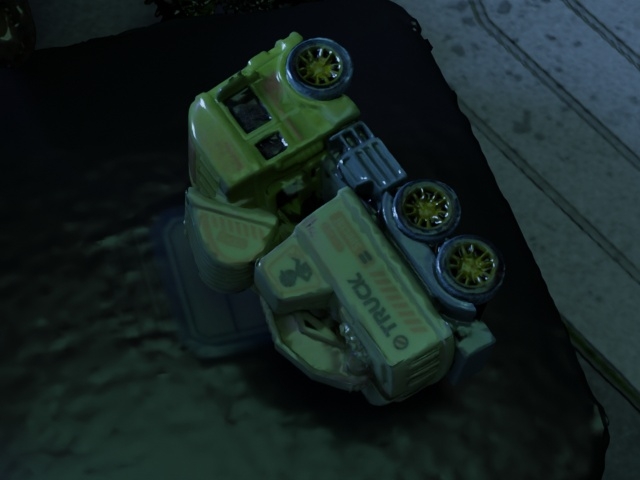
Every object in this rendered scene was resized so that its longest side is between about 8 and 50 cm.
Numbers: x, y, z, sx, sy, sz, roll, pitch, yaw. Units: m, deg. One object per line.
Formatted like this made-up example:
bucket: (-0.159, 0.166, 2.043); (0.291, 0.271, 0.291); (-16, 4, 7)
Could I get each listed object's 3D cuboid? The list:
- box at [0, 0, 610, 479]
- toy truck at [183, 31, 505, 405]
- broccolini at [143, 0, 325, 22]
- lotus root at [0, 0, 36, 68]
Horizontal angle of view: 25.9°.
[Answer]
box: (-0.054, 0.036, 0.762); (0.350, 0.091, 0.359); (-14, 62, -16)
toy truck: (0.000, 0.000, 0.693); (0.116, 0.085, 0.191); (-30, 72, -18)
broccolini: (-0.106, -0.217, 0.925); (0.123, 0.062, 0.271); (-15, 51, -37)
lotus root: (-0.234, -0.199, 0.798); (0.182, 0.183, 0.310); (-16, 43, -18)
